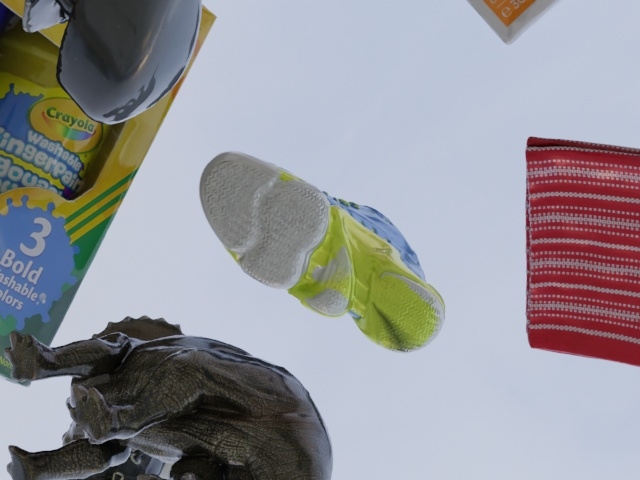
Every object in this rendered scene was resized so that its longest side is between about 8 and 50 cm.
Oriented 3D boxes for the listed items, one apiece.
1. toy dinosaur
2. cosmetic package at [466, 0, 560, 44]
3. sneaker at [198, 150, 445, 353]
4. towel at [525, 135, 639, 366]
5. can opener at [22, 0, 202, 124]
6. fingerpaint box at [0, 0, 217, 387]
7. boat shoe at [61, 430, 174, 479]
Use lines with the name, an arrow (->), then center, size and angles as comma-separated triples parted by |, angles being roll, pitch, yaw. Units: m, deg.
toy dinosaur -> -0.074, 0.097, 0.614 | 0.314, 0.160, 0.120 | 2, -79, 42
cosmetic package -> 0.194, -0.505, 1.386 | 0.453, 0.161, 0.230 | 48, -49, 1
sneaker -> 0.000, 0.000, 0.917 | 0.240, 0.126, 0.091 | 40, -73, -14
towel -> 0.321, 0.022, 1.197 | 0.199, 0.031, 0.274 | 10, -56, 26
can opener -> -0.053, -0.144, 0.367 | 0.074, 0.280, 0.093 | -37, -99, -29
fingerpaint box -> -0.345, -0.148, 0.830 | 0.163, 0.445, 0.371 | 6, -114, 46
boat shoe -> -0.211, 0.223, 1.113 | 0.113, 0.340, 0.127 | 44, -49, -7
